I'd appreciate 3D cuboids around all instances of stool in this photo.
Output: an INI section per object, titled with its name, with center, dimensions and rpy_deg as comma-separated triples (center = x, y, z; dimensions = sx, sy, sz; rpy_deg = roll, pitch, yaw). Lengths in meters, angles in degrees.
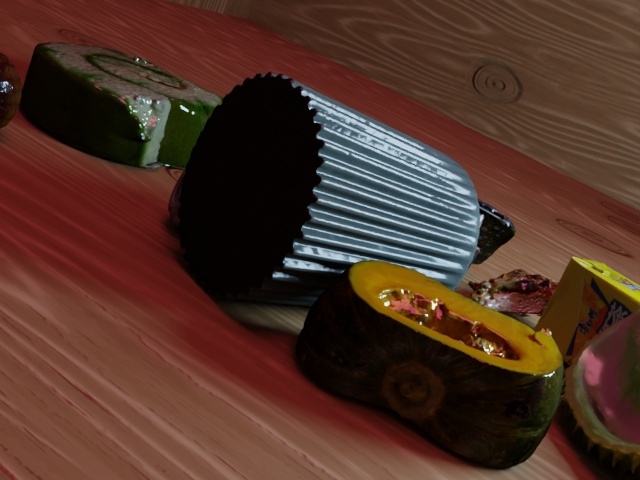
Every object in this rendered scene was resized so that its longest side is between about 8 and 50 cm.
[stool]
center = 0.023, -0.043, 1.431
dimensions = 0.330, 0.297, 0.297
rpy_deg = 14, 18, -40

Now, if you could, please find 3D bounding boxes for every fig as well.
[fig]
center = -0.517, -0.236, 1.638
dimensions = 0.146, 0.134, 0.201
rpy_deg = 34, 9, 7

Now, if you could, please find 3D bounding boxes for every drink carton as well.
[drink carton]
center = 0.495, 0.174, 1.567
dimensions = 0.111, 0.155, 0.351
rpy_deg = 10, 20, -44

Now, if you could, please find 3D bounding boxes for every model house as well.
[model house]
center = 0.160, -0.006, 1.810
dimensions = 0.293, 0.154, 0.207
rpy_deg = 30, -27, -4

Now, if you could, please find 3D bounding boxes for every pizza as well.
[pizza]
center = 0.318, 0.083, 1.734
dimensions = 0.193, 0.069, 0.154
rpy_deg = 3, 6, -40

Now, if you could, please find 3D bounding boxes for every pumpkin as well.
[pumpkin]
center = 0.137, 0.137, 1.267
dimensions = 0.317, 0.139, 0.222
rpy_deg = 22, 19, 11

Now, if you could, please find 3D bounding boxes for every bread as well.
[bread]
center = -0.341, -0.243, 1.866
dimensions = 0.366, 0.129, 0.382
rpy_deg = 16, 18, -22

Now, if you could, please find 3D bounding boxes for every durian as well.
[durian]
center = 0.416, 0.208, 1.331
dimensions = 0.157, 0.170, 0.355
rpy_deg = 19, 15, -17

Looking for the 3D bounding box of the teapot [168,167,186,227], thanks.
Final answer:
[teapot]
center = -0.151, -0.042, 1.558
dimensions = 0.146, 0.148, 0.116
rpy_deg = 28, 49, -21
